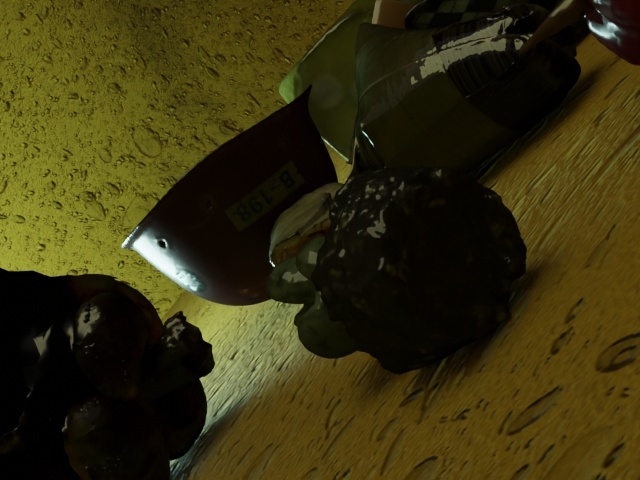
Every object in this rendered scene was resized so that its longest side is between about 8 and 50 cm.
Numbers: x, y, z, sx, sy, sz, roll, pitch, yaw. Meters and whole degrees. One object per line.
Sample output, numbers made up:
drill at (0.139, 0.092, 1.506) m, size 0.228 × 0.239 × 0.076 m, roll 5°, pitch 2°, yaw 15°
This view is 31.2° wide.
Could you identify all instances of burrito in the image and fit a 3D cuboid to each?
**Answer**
burrito at (0.003, -0.003, 1.544) m, size 0.143 × 0.105 × 0.299 m, roll -36°, pitch 7°, yaw 6°

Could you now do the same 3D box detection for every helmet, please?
helmet at (-0.094, -0.035, 1.768) m, size 0.385 × 0.230 × 0.337 m, roll -39°, pitch 0°, yaw -22°

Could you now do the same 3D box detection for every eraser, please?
eraser at (0.105, -0.254, 1.760) m, size 0.171 × 0.087 × 0.291 m, roll -34°, pitch -45°, yaw -83°

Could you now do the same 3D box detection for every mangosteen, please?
mangosteen at (-0.348, 0.227, 1.463) m, size 0.381 × 0.421 × 0.381 m, roll 7°, pitch -90°, yaw -78°

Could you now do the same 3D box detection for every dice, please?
dice at (0.085, -0.268, 1.974) m, size 0.238 × 0.233 × 0.227 m, roll -45°, pitch 6°, yaw 9°

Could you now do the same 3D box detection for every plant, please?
plant at (0.047, 0.027, 0.942) m, size 0.149 × 0.146 × 0.274 m, roll -53°, pitch 9°, yaw -21°

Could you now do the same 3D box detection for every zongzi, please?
zongzi at (0.146, -0.224, 1.317) m, size 0.289 × 0.154 × 0.318 m, roll -37°, pitch 47°, yaw 34°

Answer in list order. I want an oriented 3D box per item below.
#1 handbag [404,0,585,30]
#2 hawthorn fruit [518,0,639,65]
handbag at (0.290, -0.354, 1.586) m, size 0.316 × 0.180 × 0.416 m, roll -36°, pitch 5°, yaw 16°
hawthorn fruit at (0.281, -0.274, 0.895) m, size 0.258 × 0.258 × 0.262 m, roll -55°, pitch -7°, yaw -48°
